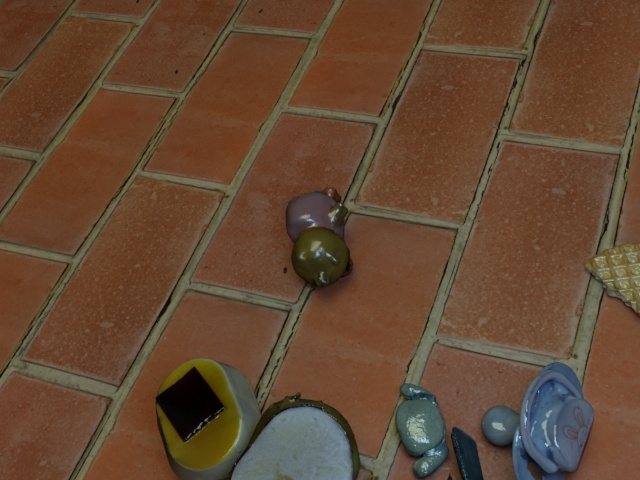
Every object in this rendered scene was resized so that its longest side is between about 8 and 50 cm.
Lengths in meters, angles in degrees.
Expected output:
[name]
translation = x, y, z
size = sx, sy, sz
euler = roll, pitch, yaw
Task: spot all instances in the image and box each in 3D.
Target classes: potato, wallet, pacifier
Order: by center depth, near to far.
[pacifier]
translation = 0.416, 0.374, 1.757
size = 0.225, 0.238, 0.287
euler = -9, 45, 46
[wallet]
translation = 0.298, 0.450, 1.781
size = 0.026, 0.088, 0.129
euler = -29, 43, 22
[potato]
translation = -0.047, 0.469, 1.796
size = 0.246, 0.196, 0.300
euler = 35, 91, 7

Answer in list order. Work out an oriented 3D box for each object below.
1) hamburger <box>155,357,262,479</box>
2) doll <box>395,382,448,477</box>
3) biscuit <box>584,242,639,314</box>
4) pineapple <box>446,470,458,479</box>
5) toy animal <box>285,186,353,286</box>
[hamburger]
translation = -0.242, 0.399, 1.919
size = 0.227, 0.151, 0.295
euler = -26, 54, 0
[doll]
translation = 0.212, 0.394, 1.854
size = 0.103, 0.071, 0.214
euler = -14, 53, 4
[biscuit]
translation = 0.767, 0.102, 1.977
size = 0.204, 0.040, 0.309
euler = -30, 51, -12
[pineapple]
translation = 0.177, 0.559, 1.701
size = 0.277, 0.119, 0.130
euler = -26, 63, -3
[toy animal]
translation = -0.003, 0.000, 2.173
size = 0.195, 0.169, 0.281
euler = -44, 45, 35
